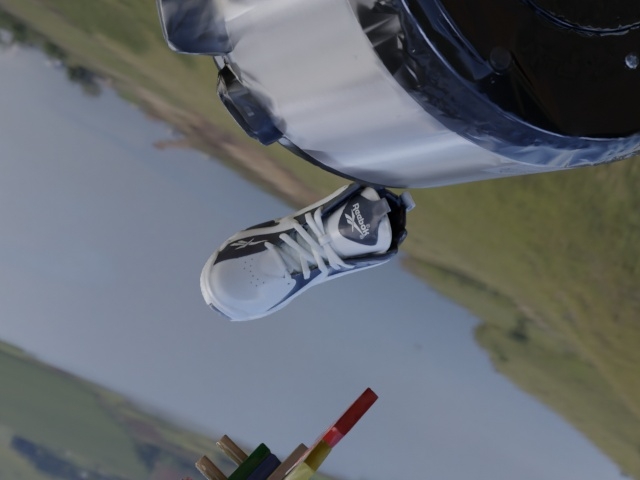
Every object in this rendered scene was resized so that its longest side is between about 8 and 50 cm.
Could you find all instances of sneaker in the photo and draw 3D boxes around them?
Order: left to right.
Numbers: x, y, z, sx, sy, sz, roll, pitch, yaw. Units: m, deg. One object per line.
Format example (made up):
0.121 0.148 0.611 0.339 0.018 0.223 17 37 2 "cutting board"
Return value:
0.000 0.000 1.457 0.235 0.094 0.153 -14 166 -36 "sneaker"

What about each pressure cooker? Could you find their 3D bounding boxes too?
0.094 -0.221 1.141 0.370 0.375 0.420 36 165 -18 "pressure cooker"

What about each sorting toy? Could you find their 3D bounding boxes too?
-0.076 0.162 0.785 0.046 0.132 0.274 45 126 3 "sorting toy"
